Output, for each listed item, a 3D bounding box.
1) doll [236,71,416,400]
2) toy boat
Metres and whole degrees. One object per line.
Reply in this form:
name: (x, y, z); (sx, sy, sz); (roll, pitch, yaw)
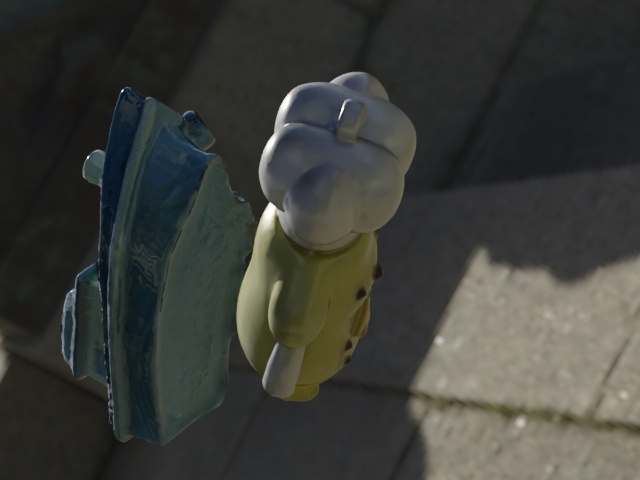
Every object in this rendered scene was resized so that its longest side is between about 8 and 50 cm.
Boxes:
doll: (0.000, 0.000, 0.806); (0.162, 0.062, 0.106); (101, -179, -48)
toy boat: (-0.105, 0.011, 1.131); (0.109, 0.098, 0.237); (-37, -34, -41)
